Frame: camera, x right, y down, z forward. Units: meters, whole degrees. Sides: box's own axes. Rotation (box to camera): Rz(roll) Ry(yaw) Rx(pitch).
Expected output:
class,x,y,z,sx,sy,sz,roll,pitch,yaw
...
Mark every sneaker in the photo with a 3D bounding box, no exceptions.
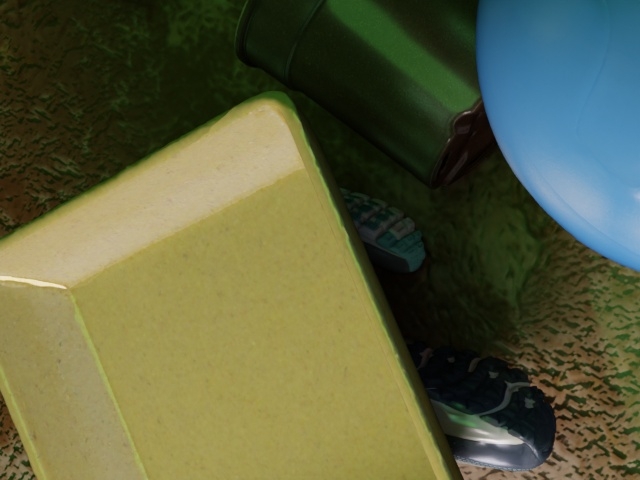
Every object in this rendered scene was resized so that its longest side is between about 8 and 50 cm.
class,x,y,z,sx,sy,sz,roll,pitch,yaw
sneaker,0.000,0.000,1.226,0.166,0.065,0.076,22,113,29
sneaker,0.034,0.133,1.183,0.283,0.110,0.122,9,103,34

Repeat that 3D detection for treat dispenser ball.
class,x,y,z,sx,sy,sz,roll,pitch,yaw
treat dispenser ball,0.233,-0.117,0.980,0.288,0.288,0.288,-2,86,27

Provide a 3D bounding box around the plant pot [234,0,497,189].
class,x,y,z,sx,sy,sz,roll,pitch,yaw
plant pot,0.058,-0.133,1.150,0.165,0.167,0.167,42,105,14

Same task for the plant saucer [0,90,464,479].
class,x,y,z,sx,sy,sz,roll,pitch,yaw
plant saucer,-0.057,0.107,1.126,0.332,0.081,0.333,-25,86,36
